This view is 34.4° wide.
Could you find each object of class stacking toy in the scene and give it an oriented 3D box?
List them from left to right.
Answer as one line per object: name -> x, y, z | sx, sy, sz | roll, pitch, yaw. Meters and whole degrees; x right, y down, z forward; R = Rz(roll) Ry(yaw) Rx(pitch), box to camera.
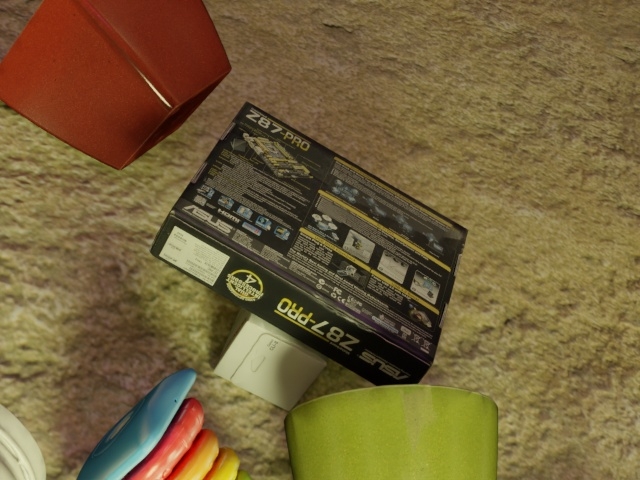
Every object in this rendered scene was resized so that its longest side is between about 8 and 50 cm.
stacking toy -> -0.126, 0.317, 1.226 | 0.302, 0.166, 0.175 | 42, 25, -8

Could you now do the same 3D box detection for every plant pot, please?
plant pot -> -0.303, -0.272, 1.612 | 0.236, 0.267, 0.267 | 48, 39, -3
plant pot -> 0.097, 0.358, 1.262 | 0.275, 0.275, 0.293 | 10, 62, -26

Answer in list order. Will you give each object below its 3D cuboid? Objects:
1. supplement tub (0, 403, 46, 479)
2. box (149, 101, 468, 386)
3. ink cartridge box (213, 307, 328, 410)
supplement tub -> -0.412, 0.303, 0.946 | 0.235, 0.235, 0.325 | 30, 35, -5
box -> 0.000, 0.000, 1.453 | 0.395, 0.097, 0.318 | 30, 40, -5
ink cartridge box -> -0.052, 0.123, 1.467 | 0.127, 0.128, 0.176 | 29, 40, -7
